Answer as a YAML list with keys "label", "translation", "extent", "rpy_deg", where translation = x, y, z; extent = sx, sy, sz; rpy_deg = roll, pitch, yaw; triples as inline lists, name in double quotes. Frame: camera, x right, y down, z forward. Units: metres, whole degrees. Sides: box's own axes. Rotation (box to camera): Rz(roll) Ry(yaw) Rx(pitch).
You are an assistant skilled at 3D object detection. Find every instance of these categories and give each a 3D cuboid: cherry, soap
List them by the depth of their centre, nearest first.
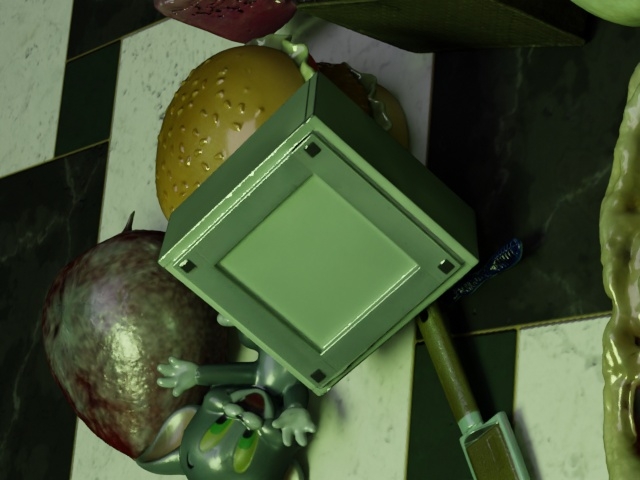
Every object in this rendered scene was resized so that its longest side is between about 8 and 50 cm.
- label: "cherry"
  translation: [-0.214, 0.117, 2.011]
  extent: [0.230, 0.203, 0.300]
  rpy_deg: [-25, 66, 37]
- label: "soap"
  translation: [-0.096, -0.394, 2.037]
  extent: [0.127, 0.220, 0.324]
  rpy_deg: [-25, 59, 40]

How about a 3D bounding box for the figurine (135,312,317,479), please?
- label: "figurine"
  translation: [-0.080, 0.166, 1.875]
  extent: [0.140, 0.193, 0.265]
  rpy_deg: [98, -167, -63]

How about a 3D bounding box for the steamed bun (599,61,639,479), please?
- label: "steamed bun"
  translation: [0.320, 0.023, 1.389]
  extent: [0.247, 0.189, 0.428]
  rpy_deg: [-7, 71, 43]

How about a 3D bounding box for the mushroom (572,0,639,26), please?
- label: "mushroom"
  translation: [0.302, -0.358, 1.484]
  extent: [0.352, 0.260, 0.352]
  rpy_deg: [-28, 57, 53]

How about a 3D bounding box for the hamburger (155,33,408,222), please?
- label: "hamburger"
  translation: [-0.061, -0.092, 1.882]
  extent: [0.274, 0.212, 0.274]
  rpy_deg: [-24, 58, 46]

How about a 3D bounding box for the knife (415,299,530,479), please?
- label: "knife"
  translation: [0.155, 0.188, 1.639]
  extent: [0.061, 0.027, 0.343]
  rpy_deg: [-44, 51, 35]

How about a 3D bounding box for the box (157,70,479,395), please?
- label: "box"
  translation: [0.000, 0.000, 1.713]
  extent: [0.225, 0.225, 0.117]
  rpy_deg: [-43, 18, 21]

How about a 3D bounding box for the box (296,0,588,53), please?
- label: "box"
  translation: [0.128, -0.281, 1.734]
  extent: [0.273, 0.184, 0.143]
  rpy_deg: [3, 81, 53]

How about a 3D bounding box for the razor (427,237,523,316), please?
- label: "razor"
  translation: [0.155, 0.032, 1.709]
  extent: [0.154, 0.028, 0.044]
  rpy_deg: [-35, 60, 47]
